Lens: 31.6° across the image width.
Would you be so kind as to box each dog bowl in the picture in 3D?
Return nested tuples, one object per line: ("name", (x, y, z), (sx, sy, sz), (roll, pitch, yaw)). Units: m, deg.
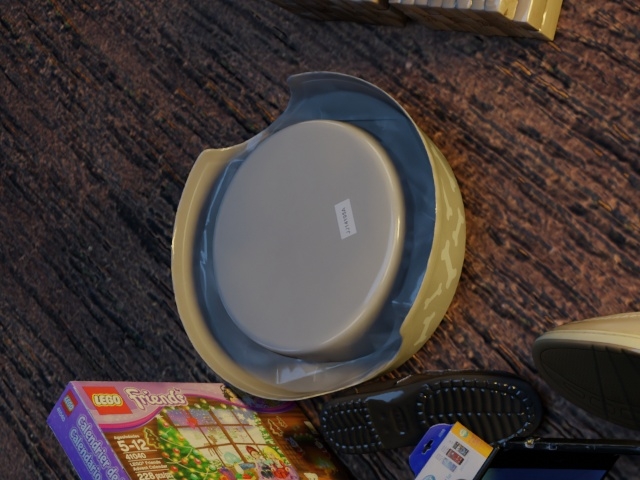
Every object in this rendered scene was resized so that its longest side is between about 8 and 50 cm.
("dog bowl", (0.000, 0.000, 1.207), (0.349, 0.102, 0.348), (-9, 75, 36))

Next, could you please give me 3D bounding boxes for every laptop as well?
("laptop", (0.230, 0.226, 0.895), (0.264, 0.234, 0.136), (-5, 78, 36))

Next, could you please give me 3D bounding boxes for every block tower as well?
("block tower", (0.092, -0.282, 1.207), (0.335, 0.091, 0.097), (12, 87, 38))

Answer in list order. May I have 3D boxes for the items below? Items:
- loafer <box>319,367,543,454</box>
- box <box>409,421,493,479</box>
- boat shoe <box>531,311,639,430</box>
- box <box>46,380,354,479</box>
("loafer", (0.109, 0.156, 1.103), (0.220, 0.078, 0.080), (-6, 106, 21))
("box", (0.145, 0.232, 1.049), (0.136, 0.028, 0.081), (35, 114, 10))
("boat shoe", (0.327, 0.096, 0.945), (0.302, 0.109, 0.098), (-1, 40, 38))
("box", (-0.098, 0.226, 1.108), (0.201, 0.293, 0.057), (48, 115, 34))
